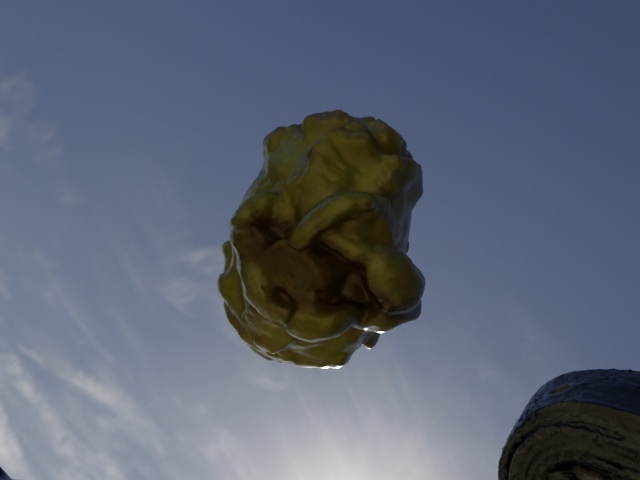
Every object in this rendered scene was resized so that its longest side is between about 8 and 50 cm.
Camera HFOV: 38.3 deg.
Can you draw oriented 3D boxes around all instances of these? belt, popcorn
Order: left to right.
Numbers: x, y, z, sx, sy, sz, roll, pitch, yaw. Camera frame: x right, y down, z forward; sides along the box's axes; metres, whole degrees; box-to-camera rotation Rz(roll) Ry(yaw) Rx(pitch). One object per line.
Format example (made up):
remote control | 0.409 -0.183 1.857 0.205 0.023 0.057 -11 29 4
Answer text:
popcorn | 0.000 0.000 0.884 0.255 0.195 0.256 -129 -119 -73
belt | 0.229 0.166 0.614 0.218 0.128 0.122 18 -72 23

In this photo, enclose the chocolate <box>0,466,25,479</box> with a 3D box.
chocolate | -0.251 0.186 0.510 0.177 0.206 0.224 8 -62 71
